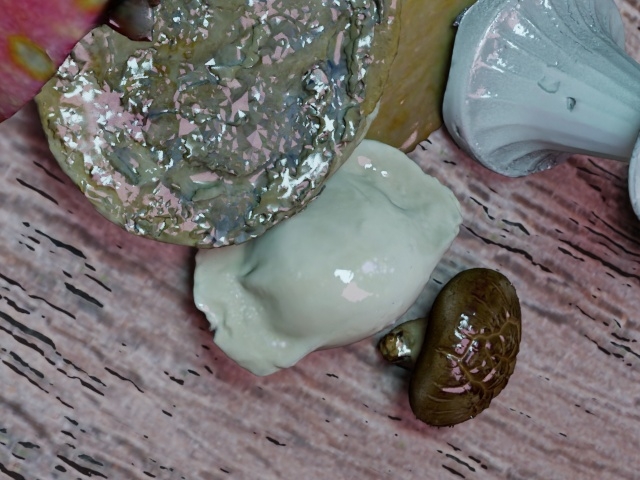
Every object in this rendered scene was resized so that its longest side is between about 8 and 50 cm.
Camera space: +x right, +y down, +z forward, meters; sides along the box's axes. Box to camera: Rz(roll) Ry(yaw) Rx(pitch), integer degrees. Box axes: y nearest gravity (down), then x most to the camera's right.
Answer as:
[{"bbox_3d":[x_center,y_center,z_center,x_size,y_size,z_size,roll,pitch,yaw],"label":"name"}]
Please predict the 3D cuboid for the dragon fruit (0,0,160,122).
[{"bbox_3d":[-0.154,-0.257,0.890,0.249,0.371,0.386,33,120,-15],"label":"dragon fruit"}]

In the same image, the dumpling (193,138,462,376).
[{"bbox_3d":[0.001,-0.001,1.217,0.155,0.111,0.181,50,50,-5],"label":"dumpling"}]

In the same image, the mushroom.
[{"bbox_3d":[0.108,0.082,1.317,0.109,0.085,0.126,1,112,-33],"label":"mushroom"}]

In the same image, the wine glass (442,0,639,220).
[{"bbox_3d":[0.203,-0.098,1.235,0.165,0.196,0.165,-15,118,-31],"label":"wine glass"}]

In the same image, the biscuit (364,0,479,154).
[{"bbox_3d":[0.069,-0.194,1.238,0.237,0.013,0.232,-42,124,-14],"label":"biscuit"}]

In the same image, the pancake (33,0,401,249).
[{"bbox_3d":[-0.065,-0.132,1.133,0.282,0.049,0.282,-4,100,-25],"label":"pancake"}]
